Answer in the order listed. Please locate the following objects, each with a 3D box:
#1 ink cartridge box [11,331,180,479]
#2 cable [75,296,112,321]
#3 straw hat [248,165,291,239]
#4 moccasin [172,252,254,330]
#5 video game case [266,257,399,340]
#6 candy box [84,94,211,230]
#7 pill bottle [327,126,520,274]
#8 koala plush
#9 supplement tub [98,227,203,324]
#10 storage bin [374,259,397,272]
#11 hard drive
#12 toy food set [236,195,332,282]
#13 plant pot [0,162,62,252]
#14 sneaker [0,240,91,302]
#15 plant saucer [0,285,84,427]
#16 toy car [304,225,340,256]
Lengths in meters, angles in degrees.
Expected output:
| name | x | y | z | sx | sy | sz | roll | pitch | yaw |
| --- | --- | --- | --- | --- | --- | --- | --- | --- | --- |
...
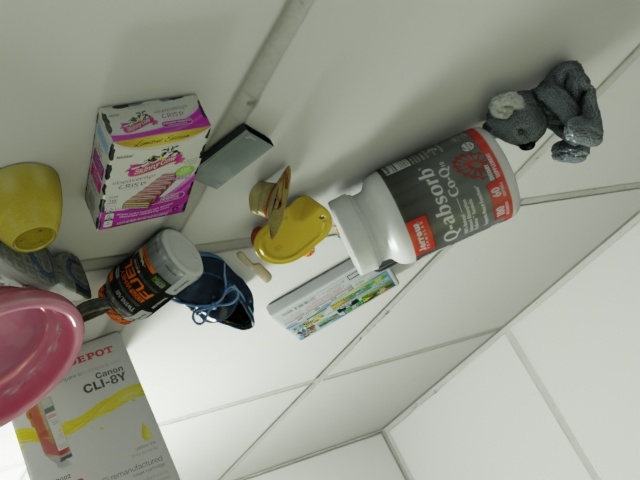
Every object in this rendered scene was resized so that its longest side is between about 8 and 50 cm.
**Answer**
| name | x | y | z | sx | sy | sz | roll | pitch | yaw |
| --- | --- | --- | --- | --- | --- | --- | --- | --- | --- |
| ink cartridge box | -0.497 | 0.427 | 1.851 | 0.279 | 0.385 | 0.160 | -19 | 152 | -21 |
| cable | -0.492 | 0.176 | 1.656 | 0.287 | 0.072 | 0.139 | -17 | 166 | 26 |
| straw hat | -0.104 | -0.078 | 1.638 | 0.061 | 0.145 | 0.144 | 14 | 155 | 7 |
| moccasin | -0.217 | 0.117 | 1.856 | 0.137 | 0.117 | 0.342 | -34 | 156 | 14 |
| video game case | 0.042 | 0.146 | 2.312 | 0.329 | 0.036 | 0.300 | -31 | 157 | 3 |
| candy box | -0.277 | -0.120 | 1.361 | 0.159 | 0.071 | 0.233 | -15 | 153 | -28 |
| pill bottle | 0.214 | -0.076 | 1.814 | 0.362 | 0.210 | 0.210 | -25 | 157 | -2 |
| koala plush | 0.445 | -0.262 | 1.788 | 0.221 | 0.203 | 0.196 | -8 | 170 | 4 |
| supplement tub | -0.327 | 0.073 | 1.646 | 0.190 | 0.117 | 0.117 | -37 | 155 | 18 |
| storage bin | 0.118 | -0.008 | 1.970 | 0.098 | 0.135 | 0.091 | -28 | 146 | 0 |
| hard drive | -0.158 | -0.146 | 1.501 | 0.135 | 0.022 | 0.094 | -35 | 156 | 16 |
| toy food set | -0.078 | -0.021 | 1.806 | 0.218 | 0.071 | 0.128 | -38 | 131 | 18 |
| plant pot | -0.447 | -0.039 | 1.307 | 0.134 | 0.095 | 0.134 | -24 | 157 | -11 |
| sneaker | -0.500 | 0.063 | 1.453 | 0.129 | 0.111 | 0.297 | -24 | 156 | 3 |
| plant saucer | -0.541 | 0.190 | 1.371 | 0.332 | 0.084 | 0.332 | -34 | 153 | -20 |
| toy car | 0.000 | 0.000 | 1.955 | 0.122 | 0.041 | 0.060 | -30 | 157 | 6 |
